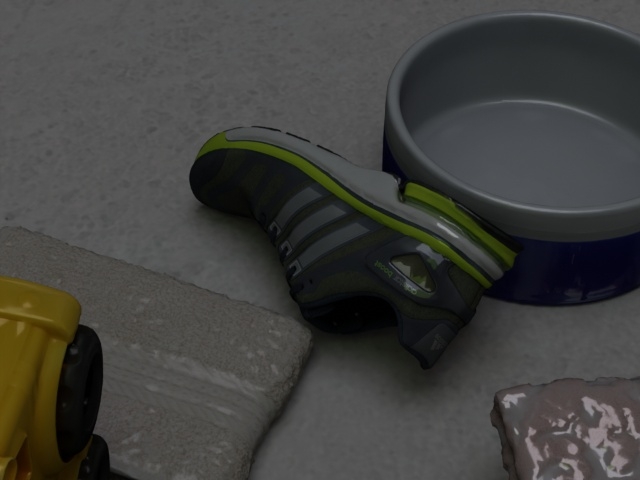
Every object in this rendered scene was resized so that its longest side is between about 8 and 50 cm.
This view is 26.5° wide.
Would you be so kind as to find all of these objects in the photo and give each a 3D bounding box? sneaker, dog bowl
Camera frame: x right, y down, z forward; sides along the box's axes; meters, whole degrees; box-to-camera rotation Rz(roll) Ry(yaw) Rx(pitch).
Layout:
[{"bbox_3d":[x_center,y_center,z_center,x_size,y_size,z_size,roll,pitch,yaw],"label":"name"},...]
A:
[{"bbox_3d":[0.000,0.000,1.027,0.300,0.111,0.121,21,78,40],"label":"sneaker"},{"bbox_3d":[0.183,-0.074,1.121,0.264,0.104,0.265,1,44,-1],"label":"dog bowl"}]

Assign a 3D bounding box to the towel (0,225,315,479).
[{"bbox_3d":[-0.161,0.088,0.980,0.282,0.049,0.187,16,46,13],"label":"towel"}]

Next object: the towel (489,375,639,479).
[{"bbox_3d":[0.294,0.214,0.823,0.331,0.053,0.317,-3,54,-9],"label":"towel"}]

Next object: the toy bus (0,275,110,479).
[{"bbox_3d":[-0.211,0.159,0.776,0.149,0.220,0.211,4,43,0],"label":"toy bus"}]
